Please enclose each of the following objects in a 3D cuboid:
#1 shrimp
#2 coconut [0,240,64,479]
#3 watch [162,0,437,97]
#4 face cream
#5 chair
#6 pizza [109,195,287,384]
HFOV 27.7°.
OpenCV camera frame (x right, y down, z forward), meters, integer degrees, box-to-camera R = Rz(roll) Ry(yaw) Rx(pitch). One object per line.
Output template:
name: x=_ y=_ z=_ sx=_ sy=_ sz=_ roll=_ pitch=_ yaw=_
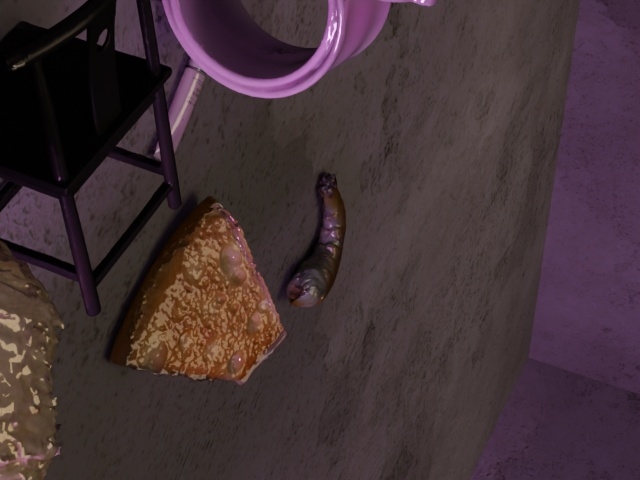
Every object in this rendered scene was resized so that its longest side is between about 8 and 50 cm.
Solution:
shrimp: x=0.000 y=0.000 z=1.719 sx=0.161 sy=0.049 sz=0.166 roll=-51 pitch=151 yaw=-52
coconut: x=-0.293 y=0.100 z=0.635 sx=0.255 sy=0.297 sz=0.297 roll=12 pitch=97 yaw=-43
watch: x=-0.008 y=-0.235 z=1.163 sx=0.211 sy=0.248 sz=0.217 roll=-43 pitch=165 yaw=-51
face cream: x=-0.135 y=-0.129 z=1.264 sx=0.115 sy=0.020 sz=0.038 roll=-68 pitch=162 yaw=-3
chair: x=-0.196 y=-0.090 z=0.942 sx=0.260 sy=0.141 sz=0.154 roll=89 pitch=26 yaw=-48
pizza: x=-0.141 y=0.084 z=1.371 sx=0.204 sy=0.081 sz=0.188 roll=-50 pitch=129 yaw=-28
